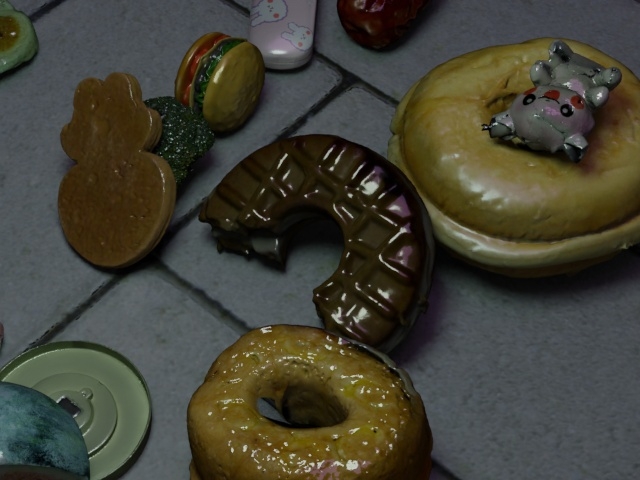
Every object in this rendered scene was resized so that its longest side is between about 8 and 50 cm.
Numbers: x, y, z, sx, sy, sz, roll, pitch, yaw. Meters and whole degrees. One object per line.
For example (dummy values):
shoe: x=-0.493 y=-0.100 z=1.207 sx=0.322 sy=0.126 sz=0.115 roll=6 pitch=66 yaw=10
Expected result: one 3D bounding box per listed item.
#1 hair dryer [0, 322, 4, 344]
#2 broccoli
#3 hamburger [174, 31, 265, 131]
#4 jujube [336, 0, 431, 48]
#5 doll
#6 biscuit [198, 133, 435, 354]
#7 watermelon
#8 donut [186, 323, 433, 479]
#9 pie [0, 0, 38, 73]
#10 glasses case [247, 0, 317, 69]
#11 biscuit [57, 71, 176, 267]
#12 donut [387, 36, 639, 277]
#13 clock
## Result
hair dryer: x=-0.586 y=0.049 z=1.845 sx=0.210 sy=0.125 sz=0.352 roll=-38 pitch=70 yaw=-26
broccoli: x=-0.249 y=-0.145 z=1.986 sx=0.146 sy=0.138 sz=0.162 roll=35 pitch=63 yaw=20
hamburger: x=-0.159 y=-0.253 z=2.063 sx=0.115 sy=0.162 sz=0.162 roll=27 pitch=56 yaw=19
jujube: x=0.116 y=-0.434 z=2.225 sx=0.155 sy=0.155 sz=0.230 roll=26 pitch=66 yaw=16
doll: x=0.338 y=-0.194 z=1.841 sx=0.149 sy=0.095 sz=0.192 roll=27 pitch=60 yaw=22
biscuit: x=0.018 y=-0.008 z=1.859 sx=0.366 sy=0.115 sz=0.268 roll=42 pitch=94 yaw=23
watermelon: x=-0.462 y=0.244 z=1.633 sx=0.321 sy=0.175 sz=0.188 roll=-12 pitch=58 yaw=-4
donut: x=-0.018 y=0.243 z=1.655 sx=0.317 sy=0.150 sz=0.299 roll=-8 pitch=42 yaw=2
pie: x=-0.594 y=-0.329 z=2.162 sx=0.240 sy=0.054 sz=0.240 roll=1 pitch=51 yaw=-1
glasses case: x=-0.060 y=-0.410 z=2.237 sx=0.113 sy=0.075 sz=0.297 roll=3 pitch=52 yaw=2
biscuit: x=-0.306 y=-0.103 z=1.921 sx=0.202 sy=0.044 sz=0.289 roll=-13 pitch=78 yaw=26
donut: x=0.322 y=-0.128 z=1.968 sx=0.449 sy=0.198 sz=0.449 roll=1 pitch=53 yaw=-1
clock: x=-0.346 y=0.237 z=1.759 sx=0.235 sy=0.029 sz=0.235 roll=1 pitch=53 yaw=-2
